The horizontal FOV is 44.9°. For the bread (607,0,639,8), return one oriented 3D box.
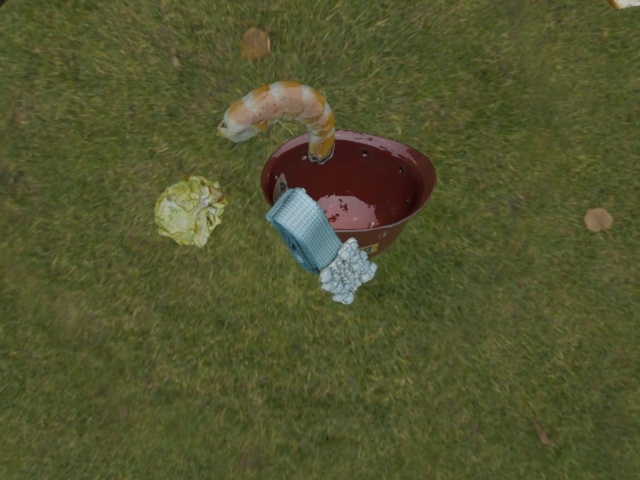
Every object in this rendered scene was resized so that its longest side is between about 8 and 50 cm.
[{"bbox_3d":[0.385,-0.335,0.959,0.076,0.070,0.083,2,127,21],"label":"bread"}]

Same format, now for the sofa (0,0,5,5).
[{"bbox_3d":[-0.228,-0.144,0.484,0.060,0.118,0.039,-36,118,25],"label":"sofa"}]

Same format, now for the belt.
[{"bbox_3d":[-0.003,0.004,0.825,0.100,0.179,0.065,40,85,19],"label":"belt"}]

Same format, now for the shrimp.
[{"bbox_3d":[-0.057,-0.156,1.122,0.161,0.049,0.166,-26,139,6],"label":"shrimp"}]

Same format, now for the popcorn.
[{"bbox_3d":[-0.265,-0.059,1.550,0.141,0.135,0.162,10,67,-38],"label":"popcorn"}]

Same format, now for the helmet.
[{"bbox_3d":[0.058,-0.068,1.773,0.384,0.338,0.230,-6,136,-8],"label":"helmet"}]
